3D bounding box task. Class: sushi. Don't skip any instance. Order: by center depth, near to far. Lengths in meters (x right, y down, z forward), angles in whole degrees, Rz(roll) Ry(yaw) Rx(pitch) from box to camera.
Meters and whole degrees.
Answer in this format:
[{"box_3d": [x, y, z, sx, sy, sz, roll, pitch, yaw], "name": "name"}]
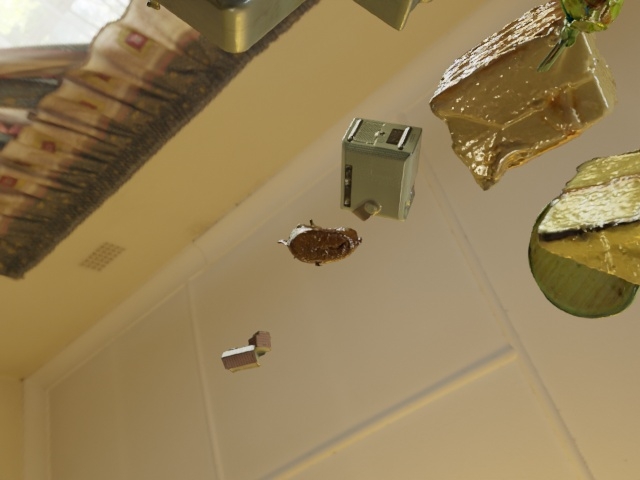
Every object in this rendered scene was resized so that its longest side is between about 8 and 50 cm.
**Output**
[{"box_3d": [0.000, 0.004, 0.850, 0.060, 0.118, 0.062, -111, -146, -78], "name": "sushi"}]

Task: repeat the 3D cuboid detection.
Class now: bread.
[{"box_3d": [0.501, -0.078, 0.982, 0.236, 0.198, 0.263, 17, -136, 32], "name": "bread"}, {"box_3d": [0.606, 0.029, 1.378, 0.301, 0.045, 0.301, 0, -91, 50], "name": "bread"}, {"box_3d": [0.497, -0.372, 1.468, 0.390, 0.279, 0.371, -31, -163, 32], "name": "bread"}]

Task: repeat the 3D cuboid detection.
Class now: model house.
[{"box_3d": [-0.128, 0.195, 1.065, 0.083, 0.058, 0.057, -13, -119, 5], "name": "model house"}]

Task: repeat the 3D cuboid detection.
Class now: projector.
[{"box_3d": [0.149, -0.167, 1.507, 0.177, 0.243, 0.163, 13, -139, 14], "name": "projector"}]

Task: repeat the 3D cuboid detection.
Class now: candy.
[{"box_3d": [0.355, -0.296, 0.866, 0.073, 0.262, 0.077, 3, -97, 4], "name": "candy"}]

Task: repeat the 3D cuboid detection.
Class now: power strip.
[{"box_3d": [0.006, -0.189, 0.381, 0.145, 0.061, 0.216, 38, -113, 11], "name": "power strip"}]
